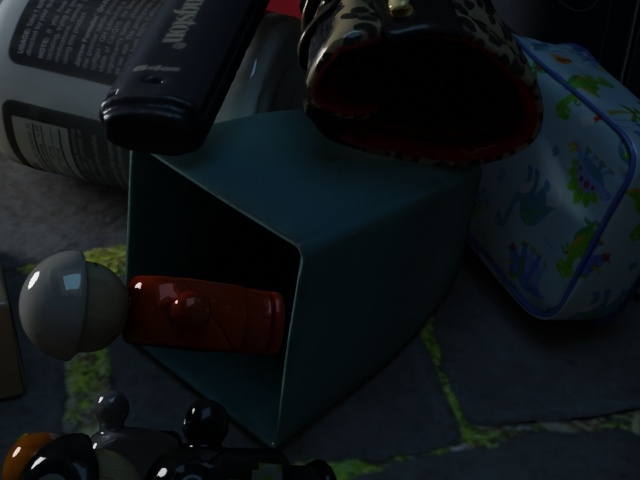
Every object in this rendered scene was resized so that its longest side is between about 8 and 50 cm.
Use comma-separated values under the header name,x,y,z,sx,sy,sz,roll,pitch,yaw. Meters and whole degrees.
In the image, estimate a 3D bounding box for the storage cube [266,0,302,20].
name,x,y,z,sx,sy,sz,roll,pitch,yaw
storage cube,-0.031,-0.246,1.119,0.193,0.215,0.183,16,40,26

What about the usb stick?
name,x,y,z,sx,sy,sz,roll,pitch,yaw
usb stick,-0.087,-0.153,0.838,0.077,0.045,0.278,9,40,6

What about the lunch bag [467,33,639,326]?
name,x,y,z,sx,sy,sz,roll,pitch,yaw
lunch bag,0.182,-0.048,0.906,0.090,0.176,0.219,6,31,-30

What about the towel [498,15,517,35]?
name,x,y,z,sx,sy,sz,roll,pitch,yaw
towel,0.178,-0.210,1.175,0.119,0.029,0.067,26,13,-47

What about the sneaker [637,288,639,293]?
name,x,y,z,sx,sy,sz,roll,pitch,yaw
sneaker,0.369,-0.026,0.932,0.281,0.115,0.105,-9,39,-15

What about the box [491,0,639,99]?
name,x,y,z,sx,sy,sz,roll,pitch,yaw
box,0.315,-0.340,1.192,0.212,0.293,0.395,-10,40,-16

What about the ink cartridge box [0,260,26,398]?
name,x,y,z,sx,sy,sz,roll,pitch,yaw
ink cartridge box,-0.347,0.044,0.820,0.235,0.088,0.193,-12,39,-20

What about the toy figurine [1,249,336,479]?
name,x,y,z,sx,sy,sz,roll,pitch,yaw
toy figurine,-0.102,0.132,0.619,0.148,0.209,0.213,7,38,-22

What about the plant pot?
name,x,y,z,sx,sy,sz,roll,pitch,yaw
plant pot,0.000,0.000,0.848,0.166,0.165,0.234,32,39,32

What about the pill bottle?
name,x,y,z,sx,sy,sz,roll,pitch,yaw
pill bottle,-0.178,-0.135,0.989,0.319,0.176,0.176,15,39,14

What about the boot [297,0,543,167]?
name,x,y,z,sx,sy,sz,roll,pitch,yaw
boot,-0.007,-0.215,0.815,0.377,0.138,0.284,21,41,-34
